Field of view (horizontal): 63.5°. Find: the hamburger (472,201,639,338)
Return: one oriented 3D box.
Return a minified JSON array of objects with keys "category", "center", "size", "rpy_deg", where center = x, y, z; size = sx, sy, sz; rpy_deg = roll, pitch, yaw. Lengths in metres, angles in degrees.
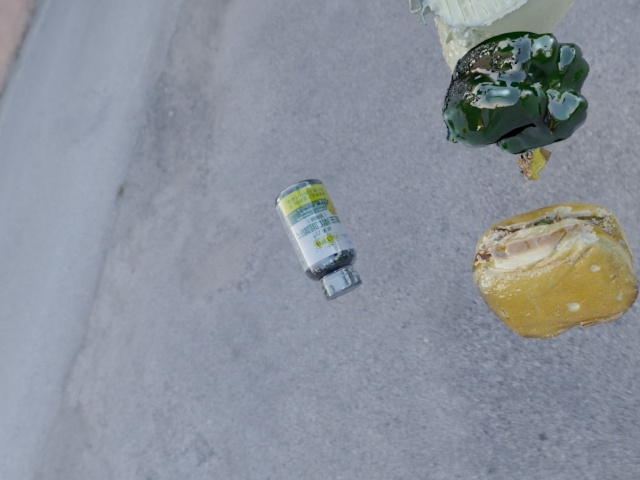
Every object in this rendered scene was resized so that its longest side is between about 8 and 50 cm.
[{"category":"hamburger","center":[0.491,0.067,1.098],"size":[0.304,0.284,0.174],"rpy_deg":[-18,28,39]}]

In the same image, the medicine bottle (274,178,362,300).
[{"category":"medicine bottle","center":[0.000,0.000,1.308],"size":[0.141,0.141,0.293],"rpy_deg":[-31,77,26]}]

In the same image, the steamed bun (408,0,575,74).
[{"category":"steamed bun","center":[0.282,-0.437,0.927],"size":[0.273,0.272,0.291],"rpy_deg":[-18,79,9]}]

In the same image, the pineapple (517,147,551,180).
[{"category":"pineapple","center":[0.494,-0.206,1.207],"size":[0.077,0.114,0.114],"rpy_deg":[-11,55,28]}]

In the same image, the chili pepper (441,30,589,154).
[{"category":"chili pepper","center":[0.262,-0.208,0.760],"size":[0.261,0.173,0.165],"rpy_deg":[-143,49,-79]}]
